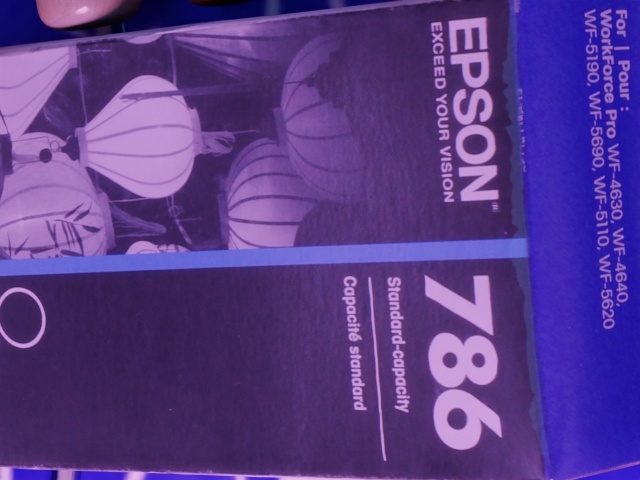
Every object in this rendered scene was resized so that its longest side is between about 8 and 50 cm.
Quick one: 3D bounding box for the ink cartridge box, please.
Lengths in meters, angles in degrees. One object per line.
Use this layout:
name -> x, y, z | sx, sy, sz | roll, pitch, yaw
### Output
ink cartridge box -> 0.000, 0.000, 0.664 | 0.333, 0.065, 0.165 | -4, 93, 30

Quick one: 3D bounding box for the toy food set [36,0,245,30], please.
toy food set -> -0.049, -0.138, 0.645 | 0.232, 0.111, 0.104 | -9, 92, 33
